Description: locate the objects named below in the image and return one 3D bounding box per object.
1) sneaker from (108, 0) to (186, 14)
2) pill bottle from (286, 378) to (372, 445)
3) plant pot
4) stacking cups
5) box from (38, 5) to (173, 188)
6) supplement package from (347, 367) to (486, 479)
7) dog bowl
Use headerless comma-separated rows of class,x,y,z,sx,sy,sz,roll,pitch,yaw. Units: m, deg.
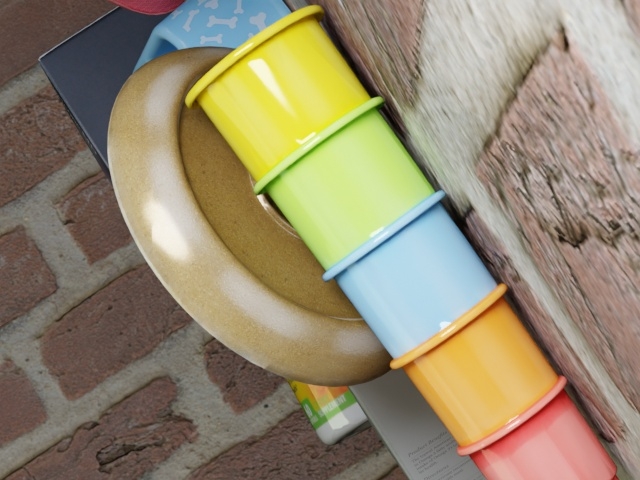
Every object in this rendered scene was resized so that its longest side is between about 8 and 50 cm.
sneaker,-0.127,-0.213,1.046,0.136,0.116,0.314,54,176,24
pill bottle,0.002,0.037,1.376,0.246,0.136,0.136,60,178,10
plant pot,-0.019,-0.025,0.969,0.236,0.032,0.236,26,-137,-27
stacking cups,0.048,0.025,0.903,0.316,0.096,0.096,56,177,3
box,-0.131,-0.087,1.735,0.296,0.182,0.294,56,176,9
supplement package,0.072,0.093,1.176,0.179,0.105,0.105,59,177,-37
dog bowl,-0.067,-0.097,1.196,0.166,0.074,0.297,58,165,-1
